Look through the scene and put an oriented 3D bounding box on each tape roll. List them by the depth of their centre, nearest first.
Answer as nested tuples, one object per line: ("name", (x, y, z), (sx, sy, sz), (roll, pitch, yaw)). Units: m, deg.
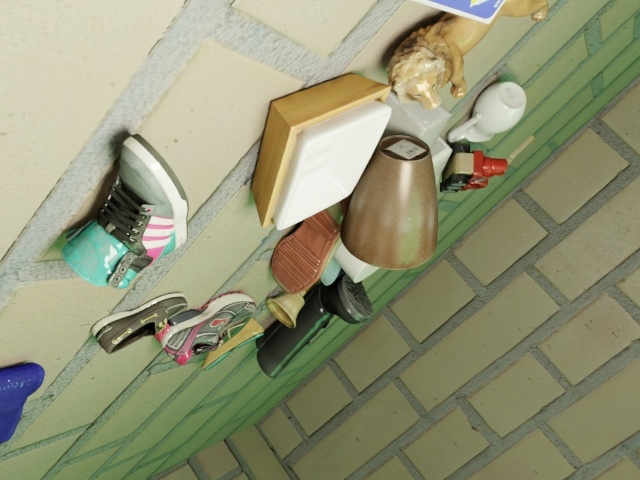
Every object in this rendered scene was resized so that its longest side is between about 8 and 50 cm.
("tape roll", (0.168, -0.013, 1.591), (0.286, 0.100, 0.286), (-39, 166, -11))

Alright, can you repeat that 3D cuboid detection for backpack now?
("backpack", (0.042, 0.058, 1.784), (0.120, 0.098, 0.101), (-27, -172, -33))

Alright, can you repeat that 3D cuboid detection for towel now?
("towel", (-0.682, 0.323, 1.037), (0.228, 0.076, 0.308), (-54, 158, 21))

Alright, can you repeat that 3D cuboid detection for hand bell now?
("hand bell", (-0.049, 0.155, 1.862), (0.242, 0.126, 0.126), (-44, 166, -24))

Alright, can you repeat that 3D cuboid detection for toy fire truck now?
("toy fire truck", (0.495, -0.228, 1.724), (0.246, 0.159, 0.217), (3, 176, 1))

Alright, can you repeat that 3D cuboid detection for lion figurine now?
("lion figurine", (0.283, -0.404, 1.090), (0.392, 0.142, 0.240), (-51, 159, 7))

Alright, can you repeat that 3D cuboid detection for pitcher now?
("pitcher", (0.459, -0.342, 1.604), (0.177, 0.126, 0.207), (-24, 170, -18))

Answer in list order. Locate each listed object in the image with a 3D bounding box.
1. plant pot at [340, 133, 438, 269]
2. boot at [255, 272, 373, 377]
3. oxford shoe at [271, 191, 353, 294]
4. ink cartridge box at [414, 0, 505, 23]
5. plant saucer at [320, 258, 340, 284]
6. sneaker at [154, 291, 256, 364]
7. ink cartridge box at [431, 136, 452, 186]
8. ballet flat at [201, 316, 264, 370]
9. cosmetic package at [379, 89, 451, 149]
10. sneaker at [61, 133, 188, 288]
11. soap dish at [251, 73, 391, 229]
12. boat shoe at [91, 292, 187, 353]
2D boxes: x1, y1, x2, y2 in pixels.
("plant pot", (0.159, -0.096, 1.211), (0.215, 0.215, 0.231), (-27, 139, -33))
("boot", (-0.043, 0.293, 1.920), (0.445, 0.146, 0.367), (-41, -168, 12))
("oxford shoe", (0.000, 0.000, 1.491), (0.146, 0.140, 0.397), (-35, 168, -46))
("ink cartridge box", (0.192, -0.467, 0.768), (0.307, 0.072, 0.304), (5, 141, -27))
("plant saucer", (0.022, 0.029, 1.654), (0.195, 0.037, 0.195), (11, 90, -69))
("sneaker", (-0.287, 0.232, 1.521), (0.299, 0.112, 0.121), (-23, 157, -43))
("ink cartridge box", (0.234, -0.147, 1.706), (0.296, 0.066, 0.261), (-34, 163, -13))
("ballet flat", (-0.285, 0.321, 1.814), (0.232, 0.073, 0.080), (-33, 171, 0))
("cosmetic package", (0.178, -0.227, 1.300), (0.107, 0.127, 0.238), (-29, 162, -33))
("sneaker", (-0.302, -0.024, 0.863), (0.178, 0.124, 0.296), (-42, 166, -24))
("soap dish", (-0.010, -0.166, 1.084), (0.228, 0.118, 0.291), (-29, 159, -30))
("boat shoe", (-0.384, 0.182, 1.273), (0.227, 0.069, 0.081), (-21, 155, -44))
